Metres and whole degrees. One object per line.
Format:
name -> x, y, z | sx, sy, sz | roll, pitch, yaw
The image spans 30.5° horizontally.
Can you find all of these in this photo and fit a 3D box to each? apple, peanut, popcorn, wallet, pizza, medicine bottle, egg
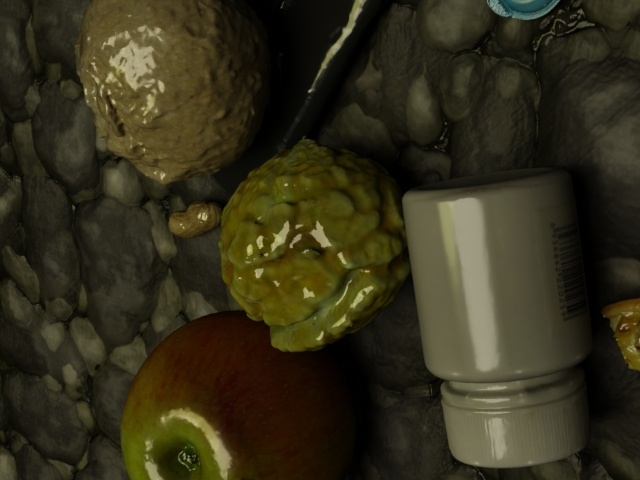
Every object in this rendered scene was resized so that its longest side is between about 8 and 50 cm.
apple -> -0.124, 0.271, 1.683 | 0.340, 0.340, 0.339 | 9, 105, 36
peanut -> -0.196, -0.033, 1.835 | 0.113, 0.054, 0.054 | -18, 89, 38
popcorn -> 0.002, 0.002, 1.571 | 0.282, 0.247, 0.282 | 16, 126, 24
wallet -> -0.070, -0.251, 1.682 | 0.228, 0.062, 0.406 | 43, 122, 22
pizza -> 0.414, 0.118, 1.411 | 0.160, 0.036, 0.099 | 9, 105, 36
medicine bottle -> 0.224, 0.090, 1.441 | 0.208, 0.208, 0.339 | -3, 98, 38
egg -> -0.198, -0.232, 1.584 | 0.279, 0.279, 0.310 | -2, 111, 38

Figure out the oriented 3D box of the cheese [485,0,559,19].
cheese -> 0.291, -0.362, 1.402 | 0.256, 0.037, 0.106 | -45, 74, 33
